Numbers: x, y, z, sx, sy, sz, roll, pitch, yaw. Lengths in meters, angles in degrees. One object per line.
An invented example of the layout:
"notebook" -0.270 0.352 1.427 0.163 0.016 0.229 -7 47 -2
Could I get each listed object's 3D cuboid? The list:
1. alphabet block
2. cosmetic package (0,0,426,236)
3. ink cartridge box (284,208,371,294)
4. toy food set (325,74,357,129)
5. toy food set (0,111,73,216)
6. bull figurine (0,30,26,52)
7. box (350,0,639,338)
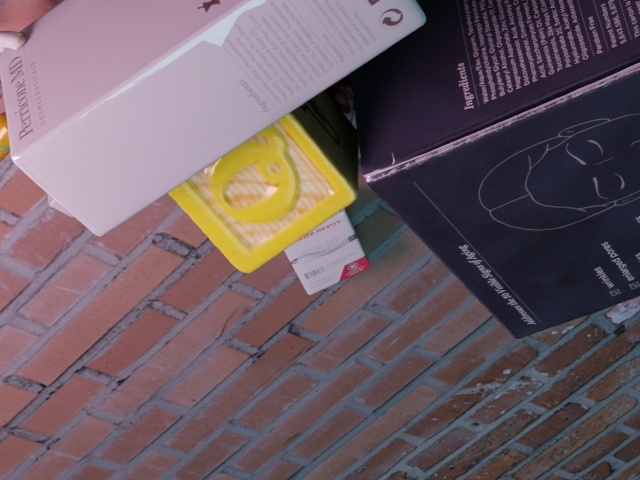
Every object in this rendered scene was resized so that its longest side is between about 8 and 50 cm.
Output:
"alphabet block" -0.077 -0.113 1.669 0.192 0.197 0.193 -36 111 20
"cosmetic package" -0.134 -0.233 1.496 0.453 0.230 0.161 -33 134 11
"ink cartridge box" 0.000 0.000 2.007 0.109 0.063 0.150 -23 139 2
"toy food set" -0.010 -0.177 1.805 0.217 0.071 0.128 1 135 -24
"toy food set" -0.327 -0.116 1.702 0.104 0.111 0.232 -42 130 22
"bull figurine" -0.350 -0.330 1.471 0.310 0.101 0.188 -32 140 11
"box" 0.355 -0.153 1.752 0.471 0.297 0.480 -23 141 20
